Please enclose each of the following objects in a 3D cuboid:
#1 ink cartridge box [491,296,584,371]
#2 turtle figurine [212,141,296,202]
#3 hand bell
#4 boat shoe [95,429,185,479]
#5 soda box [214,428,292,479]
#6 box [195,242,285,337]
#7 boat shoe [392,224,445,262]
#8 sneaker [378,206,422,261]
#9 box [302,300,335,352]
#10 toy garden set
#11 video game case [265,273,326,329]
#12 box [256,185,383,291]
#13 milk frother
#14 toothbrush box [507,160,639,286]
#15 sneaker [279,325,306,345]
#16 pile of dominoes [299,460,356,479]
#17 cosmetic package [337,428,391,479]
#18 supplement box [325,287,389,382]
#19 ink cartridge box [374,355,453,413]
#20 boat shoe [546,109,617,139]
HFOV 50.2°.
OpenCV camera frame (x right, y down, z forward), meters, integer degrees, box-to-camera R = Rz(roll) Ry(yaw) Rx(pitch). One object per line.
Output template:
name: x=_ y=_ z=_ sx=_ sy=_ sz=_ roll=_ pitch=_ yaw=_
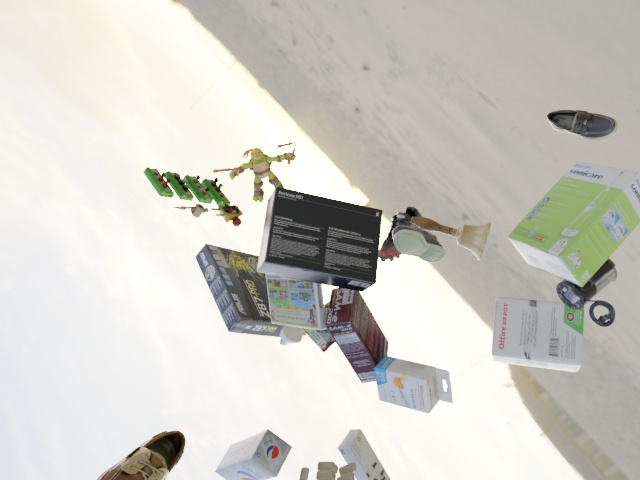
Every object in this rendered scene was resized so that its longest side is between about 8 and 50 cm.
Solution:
ink cartridge box: x=0.740 y=0.319 z=2.334 sx=0.121 sy=0.289 sz=0.211 roll=57 pitch=-138 yaw=-64
turtle figurine: x=-0.197 y=-0.218 z=2.153 sx=0.217 sy=0.269 sz=0.087 roll=78 pitch=168 yaw=-50
hand bell: x=0.402 y=-0.031 z=2.153 sx=0.242 sy=0.126 sz=0.126 roll=17 pitch=-174 yaw=11
boat shoe: x=-0.419 y=0.539 z=1.599 sx=0.122 sy=0.120 sz=0.324 roll=46 pitch=-161 yaw=-1
soda box: x=-0.194 y=0.621 z=1.931 sx=0.091 sy=0.286 sz=0.098 roll=39 pitch=-128 yaw=-9
box: x=-0.294 y=0.202 z=2.715 sx=0.318 sy=0.097 sz=0.395 roll=14 pitch=-145 yaw=-45
boat shoe: x=0.273 y=0.000 z=1.963 sx=0.227 sy=0.081 sz=0.069 roll=25 pitch=-146 yaw=-45
sneaker: x=0.303 y=-0.032 z=2.635 sx=0.097 sy=0.276 sz=0.135 roll=13 pitch=136 yaw=44
box: x=0.031 y=0.253 z=2.087 sx=0.114 sy=0.036 sz=0.207 roll=46 pitch=-148 yaw=10
toy garden set: x=-0.336 y=-0.128 z=1.885 sx=0.244 sy=0.049 sz=0.204 roll=7 pitch=-145 yaw=-50
video game case: x=-0.070 y=0.122 z=1.780 sx=0.026 sy=0.227 sz=0.206 roll=-9 pitch=-85 yaw=-37
box: x=0.000 y=0.000 z=1.575 sx=0.261 sy=0.184 sz=0.103 roll=12 pitch=162 yaw=-13
milk frother: x=0.697 y=0.127 z=1.713 sx=0.143 sy=0.134 sz=0.129 roll=57 pitch=160 yaw=-1
toothbrush box: x=0.648 y=-0.049 z=1.708 sx=0.122 sy=0.283 sz=0.206 roll=45 pitch=174 yaw=-26
sneaker: x=-0.118 y=0.358 z=2.519 sx=0.080 sy=0.094 sz=0.212 roll=60 pitch=-168 yaw=10
pile of dominoes: x=0.016 y=0.820 z=2.137 sx=0.040 sy=0.196 sz=0.251 roll=57 pitch=-147 yaw=-43
cosmetic package: x=0.158 y=0.794 z=2.429 sx=0.239 sy=0.060 sz=0.099 roll=60 pitch=-139 yaw=-15
supplement box: x=0.098 y=0.241 z=1.749 sx=0.130 sy=0.073 sz=0.239 roll=-78 pitch=-33 yaw=-47
ink cartridge box: x=0.230 y=0.359 z=1.690 sx=0.061 sy=0.181 sz=0.104 roll=-37 pitch=-56 yaw=-46
boat shoe: x=0.555 y=-0.250 z=1.463 sx=0.049 sy=0.056 sz=0.152 roll=10 pitch=-177 yaw=-43
